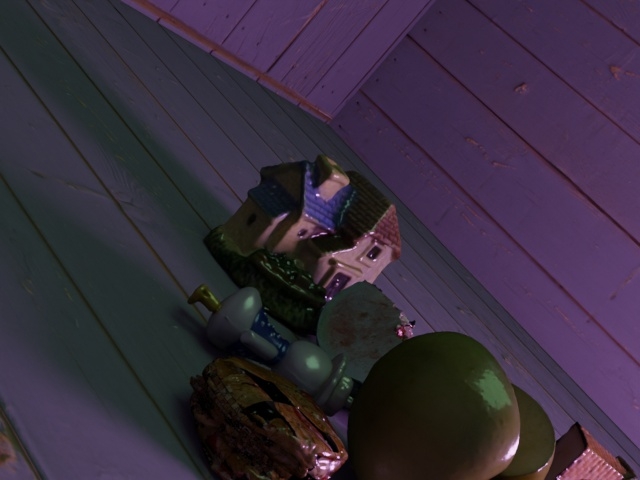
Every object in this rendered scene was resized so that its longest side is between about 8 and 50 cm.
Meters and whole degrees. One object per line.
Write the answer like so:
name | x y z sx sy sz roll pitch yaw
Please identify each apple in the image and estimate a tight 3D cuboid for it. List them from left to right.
apple | 0.179 0.273 1.515 0.292 0.292 0.254 30 10 -43

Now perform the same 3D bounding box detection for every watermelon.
watermelon | 0.096 0.234 1.799 0.322 0.188 0.175 45 -34 48

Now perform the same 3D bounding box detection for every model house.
model house | 0.000 0.000 1.970 0.321 0.266 0.261 27 15 -49
model house | 0.500 0.475 2.038 0.172 0.183 0.166 39 14 -4

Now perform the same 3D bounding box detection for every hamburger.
hamburger | -0.061 0.237 1.335 0.231 0.106 0.231 33 11 -7

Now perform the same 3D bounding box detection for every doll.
doll | -0.068 0.162 1.569 0.293 0.119 0.138 35 -3 -6
